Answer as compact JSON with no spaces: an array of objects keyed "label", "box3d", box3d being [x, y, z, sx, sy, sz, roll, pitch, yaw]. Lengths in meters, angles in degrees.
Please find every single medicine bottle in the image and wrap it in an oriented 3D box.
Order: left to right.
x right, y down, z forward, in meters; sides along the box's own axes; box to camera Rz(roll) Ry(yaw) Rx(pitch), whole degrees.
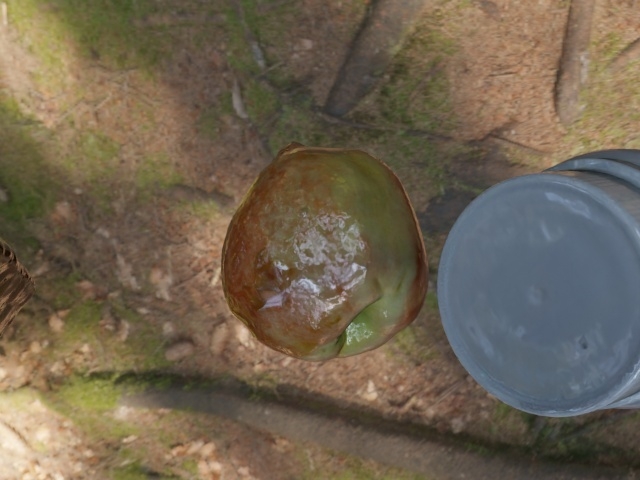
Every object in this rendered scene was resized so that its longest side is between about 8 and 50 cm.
[{"label":"medicine bottle","box3d":[0.276,0.036,0.767,0.245,0.306,0.245,5,97,43]}]

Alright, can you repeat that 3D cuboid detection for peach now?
[{"label":"peach","box3d":[0.000,0.000,0.910,0.232,0.232,0.257,-46,55,34]}]

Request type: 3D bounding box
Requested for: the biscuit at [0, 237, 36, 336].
[{"label":"biscuit","box3d":[-0.274,0.113,0.360,0.046,0.359,0.359,44,124,1]}]
